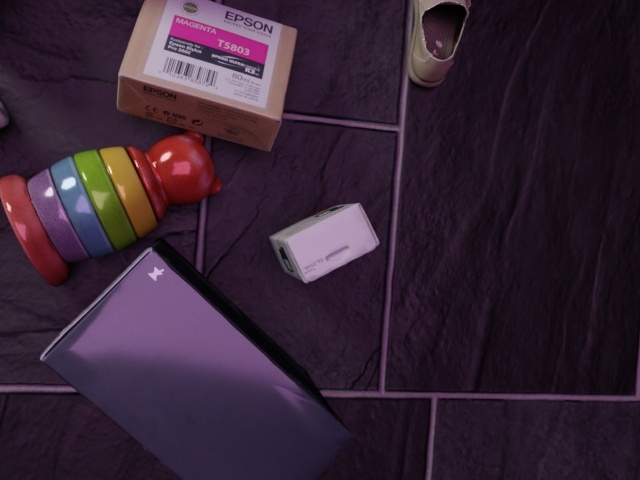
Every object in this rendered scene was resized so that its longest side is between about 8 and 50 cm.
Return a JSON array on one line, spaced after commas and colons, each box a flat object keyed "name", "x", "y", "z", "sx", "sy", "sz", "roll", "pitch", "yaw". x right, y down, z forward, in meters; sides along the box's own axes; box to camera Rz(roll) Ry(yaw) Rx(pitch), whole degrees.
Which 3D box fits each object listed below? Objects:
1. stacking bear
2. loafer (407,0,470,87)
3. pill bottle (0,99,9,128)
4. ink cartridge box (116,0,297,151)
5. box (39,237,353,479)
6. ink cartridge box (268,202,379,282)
[{"name": "stacking bear", "x": -0.294, "y": -0.069, "z": 0.902, "sx": 0.289, "sy": 0.164, "sz": 0.175, "roll": -25, "pitch": 97, "yaw": -16}, {"name": "loafer", "x": 0.209, "y": -0.399, "z": 1.033, "sx": 0.101, "sy": 0.092, "sz": 0.269, "roll": 3, "pitch": 91, "yaw": -13}, {"name": "pill bottle", "x": -0.566, "y": -0.166, "z": 0.850, "sx": 0.216, "sy": 0.121, "sz": 0.121, "roll": -31, "pitch": 98, "yaw": -10}, {"name": "ink cartridge box", "x": -0.164, "y": -0.259, "z": 0.917, "sx": 0.234, "sy": 0.088, "sz": 0.193, "roll": 13, "pitch": 61, "yaw": -12}, {"name": "box", "x": -0.166, "y": 0.177, "z": 0.851, "sx": 0.343, "sy": 0.312, "sz": 0.179, "roll": 45, "pitch": 82, "yaw": -10}, {"name": "ink cartridge box", "x": 0.000, "y": 0.000, "z": 0.953, "sx": 0.127, "sy": 0.175, "sz": 0.072, "roll": -27, "pitch": 97, "yaw": -11}]
